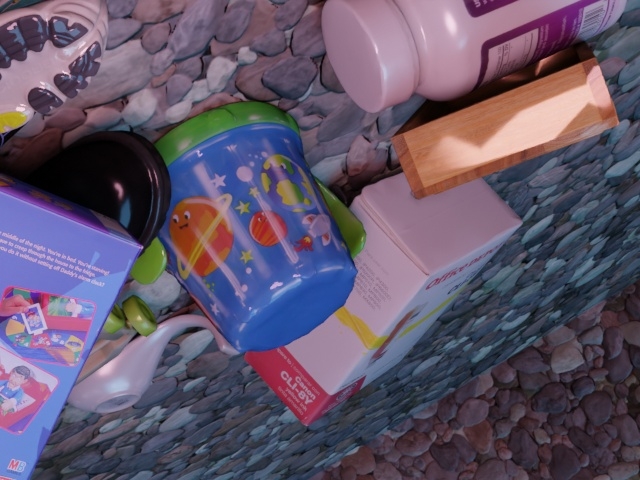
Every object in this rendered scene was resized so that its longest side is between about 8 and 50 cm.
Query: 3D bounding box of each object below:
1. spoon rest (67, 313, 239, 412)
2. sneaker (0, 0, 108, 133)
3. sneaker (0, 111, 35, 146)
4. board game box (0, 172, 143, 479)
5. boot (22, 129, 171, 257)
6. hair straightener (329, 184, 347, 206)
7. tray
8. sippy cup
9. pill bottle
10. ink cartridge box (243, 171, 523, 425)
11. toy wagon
[{"bbox_3d":[-0.257,0.181,1.491,0.276,0.084,0.137,-24,157,12],"label":"spoon rest"},{"bbox_3d":[-0.286,-0.130,0.798,0.275,0.110,0.107,-20,135,12],"label":"sneaker"},{"bbox_3d":[-0.336,-0.061,0.884,0.232,0.090,0.081,-33,156,0],"label":"sneaker"},{"bbox_3d":[-0.341,0.036,0.745,0.347,0.078,0.233,25,94,-30],"label":"board game box"},{"bbox_3d":[-0.312,0.036,0.927,0.348,0.131,0.260,-38,180,18],"label":"boot"},{"bbox_3d":[0.000,0.000,1.477,0.089,0.047,0.230,-20,149,-29],"label":"hair straightener"},{"bbox_3d":[0.213,-0.151,1.133,0.203,0.076,0.411,-21,-172,17],"label":"tray"},{"bbox_3d":[-0.079,-0.002,1.160,0.305,0.224,0.240,-26,156,-17],"label":"sippy cup"},{"bbox_3d":[0.159,-0.248,1.059,0.302,0.169,0.169,-25,155,-17],"label":"pill bottle"},{"bbox_3d":[0.093,0.075,1.547,0.279,0.160,0.384,-25,157,-47],"label":"ink cartridge box"},{"bbox_3d":[-0.353,0.150,1.216,0.267,0.068,0.344,-35,168,4],"label":"toy wagon"}]
